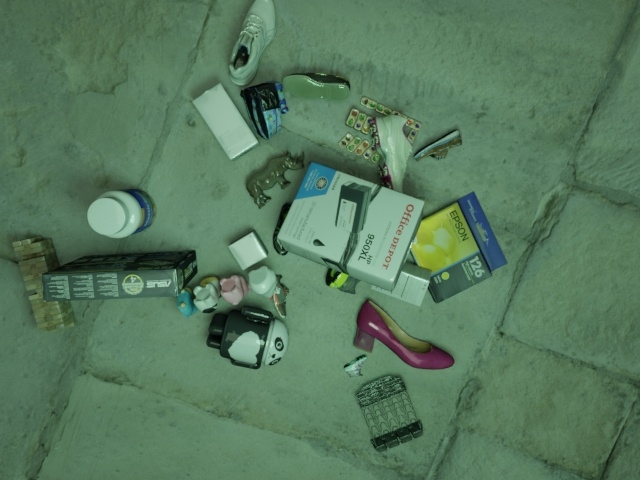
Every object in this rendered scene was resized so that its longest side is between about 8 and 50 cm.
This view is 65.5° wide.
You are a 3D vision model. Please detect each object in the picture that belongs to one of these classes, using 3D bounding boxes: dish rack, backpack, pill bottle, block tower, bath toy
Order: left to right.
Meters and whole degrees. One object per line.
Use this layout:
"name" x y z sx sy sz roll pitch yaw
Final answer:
"block tower" -0.941 0.153 1.705 0.091 0.097 0.336 -13 99 -1
"pill bottle" -0.637 -0.088 1.600 0.152 0.272 0.152 0 98 -3
"bath toy" -0.307 0.175 1.701 0.348 0.151 0.129 -14 137 10
"backpack" -0.176 -0.428 1.647 0.116 0.158 0.173 -23 112 -18
"dish rack" 0.252 0.636 1.847 0.208 0.074 0.272 -22 96 -2

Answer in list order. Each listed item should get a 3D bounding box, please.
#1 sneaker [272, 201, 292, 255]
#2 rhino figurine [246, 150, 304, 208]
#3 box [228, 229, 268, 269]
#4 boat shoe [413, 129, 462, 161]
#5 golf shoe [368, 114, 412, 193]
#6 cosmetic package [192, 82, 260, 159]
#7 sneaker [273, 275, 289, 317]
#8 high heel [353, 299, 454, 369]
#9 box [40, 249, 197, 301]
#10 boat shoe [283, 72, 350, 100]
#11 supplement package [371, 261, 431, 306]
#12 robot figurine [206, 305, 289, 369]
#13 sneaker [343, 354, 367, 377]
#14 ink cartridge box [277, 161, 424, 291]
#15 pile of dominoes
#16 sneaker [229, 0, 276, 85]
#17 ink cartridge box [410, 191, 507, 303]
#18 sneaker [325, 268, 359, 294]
"sneaker" -0.127 -0.040 1.733 0.067 0.078 0.188 11 97 -4
"rhino figurine" -0.150 -0.225 1.712 0.243 0.073 0.106 -40 101 1
"box" -0.248 0.032 1.731 0.102 0.087 0.101 -30 98 1
"boat shoe" 0.414 -0.316 1.735 0.183 0.066 0.066 -29 99 1
"golf shoe" 0.261 -0.279 1.696 0.140 0.115 0.306 -16 107 -8
"cosmetic package" -0.315 -0.395 1.676 0.117 0.085 0.231 -31 96 1
"sneaker" -0.138 0.198 1.775 0.064 0.061 0.158 -17 99 -7
"high heel" 0.311 0.340 1.777 0.377 0.127 0.181 13 107 -1
"box" -0.623 0.106 1.604 0.394 0.318 0.097 -2 97 -4
"boat shoe" -0.011 -0.526 1.686 0.227 0.069 0.081 10 136 -1
"supplement package" 0.283 0.137 1.735 0.179 0.105 0.105 20 113 11
"robot figurine" -0.248 0.338 1.725 0.278 0.209 0.174 13 65 -4
"sneaker" 0.143 0.470 1.837 0.098 0.038 0.069 -32 100 11
"ink cartridge box" 0.104 -0.045 1.614 0.394 0.166 0.285 21 78 12
"pile of dominoes" 0.207 -0.369 1.730 0.251 0.040 0.196 23 95 -5
"sneaker" -0.219 -0.658 1.624 0.111 0.129 0.297 18 95 -3
"ink cartridge box" 0.484 0.027 1.783 0.307 0.072 0.304 -27 97 3
"sneaker" 0.142 0.057 1.761 0.121 0.111 0.300 35 93 -28
